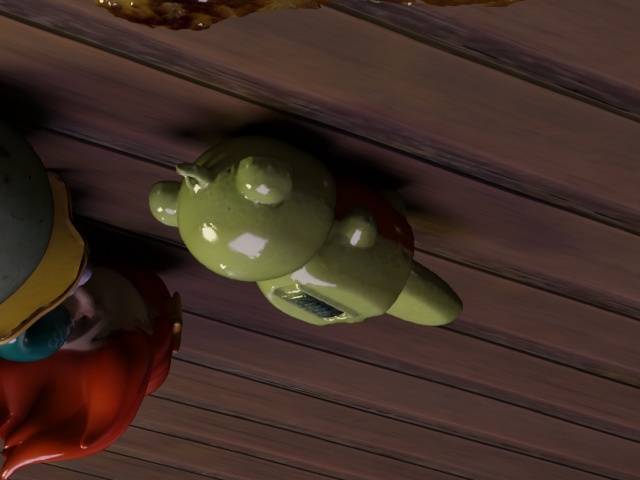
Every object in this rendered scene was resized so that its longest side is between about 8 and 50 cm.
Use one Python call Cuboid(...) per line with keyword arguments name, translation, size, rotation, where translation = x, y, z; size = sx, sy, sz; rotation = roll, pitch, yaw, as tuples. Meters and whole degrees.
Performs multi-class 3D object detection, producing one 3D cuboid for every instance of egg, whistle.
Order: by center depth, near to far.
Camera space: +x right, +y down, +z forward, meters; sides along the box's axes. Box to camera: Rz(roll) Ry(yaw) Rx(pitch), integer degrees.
Cuboid(name="egg", translation=(-0.297, -0.016, 1.405), size=(0.236, 0.169, 0.169), rotation=(-4, 158, 40))
Cuboid(name="whistle", translation=(0.000, 0.000, 1.424), size=(0.131, 0.106, 0.288), rotation=(-13, 151, 42))

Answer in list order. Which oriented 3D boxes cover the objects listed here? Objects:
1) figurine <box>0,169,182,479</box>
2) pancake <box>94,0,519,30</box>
Cuboid(name="figurine", translation=(-0.218, 0.077, 1.600), size=(0.181, 0.208, 0.257), rotation=(-30, 145, 7))
Cuboid(name="pancake", translation=(0.011, -0.163, 1.064), size=(0.244, 0.057, 0.266), rotation=(6, 167, -22))
